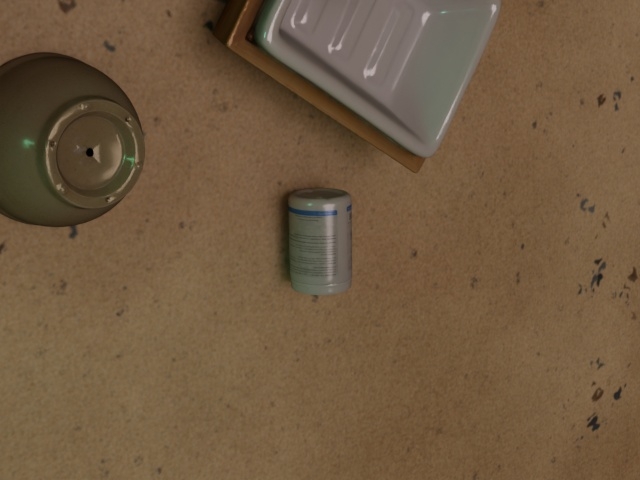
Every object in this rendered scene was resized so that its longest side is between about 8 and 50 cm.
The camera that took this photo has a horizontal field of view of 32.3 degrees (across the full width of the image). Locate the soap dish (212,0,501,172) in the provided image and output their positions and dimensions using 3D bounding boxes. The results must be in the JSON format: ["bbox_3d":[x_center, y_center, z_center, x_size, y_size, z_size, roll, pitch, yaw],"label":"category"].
[{"bbox_3d":[0.040,-0.235,1.159,0.291,0.118,0.229,29,83,-39],"label":"soap dish"}]

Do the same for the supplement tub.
[{"bbox_3d":[0.000,0.000,1.217,0.071,0.071,0.107,-11,108,-36],"label":"supplement tub"}]

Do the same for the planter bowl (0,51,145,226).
[{"bbox_3d":[-0.225,-0.083,0.994,0.162,0.109,0.162,-11,108,-36],"label":"planter bowl"}]
